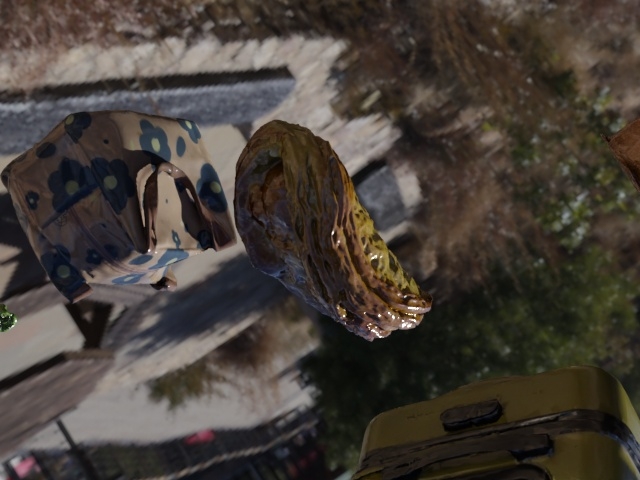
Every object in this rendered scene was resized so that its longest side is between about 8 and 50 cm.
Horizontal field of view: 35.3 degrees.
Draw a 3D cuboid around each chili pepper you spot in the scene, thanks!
[{"bbox_3d":[-0.350,0.080,1.074,0.091,0.030,0.034,6,-165,44],"label":"chili pepper"}]

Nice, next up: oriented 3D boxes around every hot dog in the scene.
[{"bbox_3d":[-0.001,0.003,1.023,0.114,0.259,0.175,-45,-149,-13],"label":"hot dog"}]

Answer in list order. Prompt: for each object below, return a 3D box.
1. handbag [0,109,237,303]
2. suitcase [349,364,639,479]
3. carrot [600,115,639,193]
[{"bbox_3d":[-0.234,-0.041,1.245,0.190,0.193,0.251,-30,167,26],"label":"handbag"},{"bbox_3d":[0.141,0.195,0.676,0.194,0.235,0.143,-17,-148,25],"label":"suitcase"},{"bbox_3d":[0.491,-0.126,1.207,0.254,0.196,0.196,-31,170,13],"label":"carrot"}]
